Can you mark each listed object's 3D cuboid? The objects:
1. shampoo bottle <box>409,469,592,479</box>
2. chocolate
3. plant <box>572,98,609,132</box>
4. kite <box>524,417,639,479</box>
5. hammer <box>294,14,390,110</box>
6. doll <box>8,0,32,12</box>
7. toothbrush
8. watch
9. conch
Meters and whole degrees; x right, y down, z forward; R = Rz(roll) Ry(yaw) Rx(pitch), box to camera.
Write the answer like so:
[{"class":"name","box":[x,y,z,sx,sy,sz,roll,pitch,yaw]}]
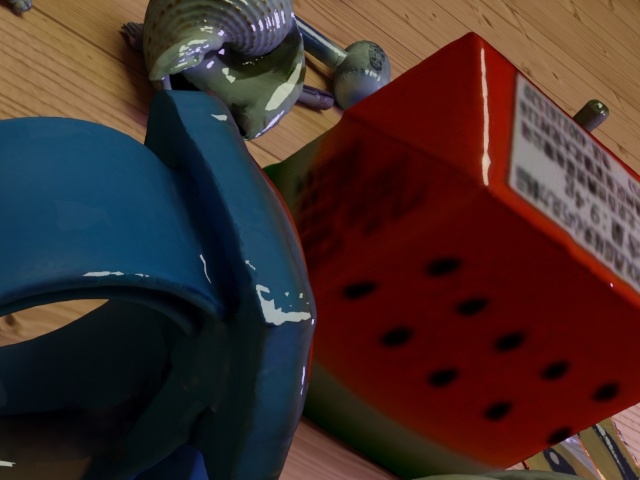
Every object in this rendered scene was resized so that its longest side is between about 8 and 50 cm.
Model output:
[{"class":"shampoo bottle","box":[0.126,0.309,0.971,0.317,0.322,0.322,36,26,-47]},{"class":"chocolate","box":[0.113,0.044,1.341,0.360,0.341,0.161,35,37,-32]},{"class":"plant","box":[0.194,-0.050,1.816,0.306,0.297,0.261,8,14,-37]},{"class":"kite","box":[0.282,0.241,1.743,0.327,0.013,0.377,44,26,-12]},{"class":"hammer","box":[0.002,-0.234,1.907,0.194,0.069,0.116,35,27,-14]},{"class":"doll","box":[-0.294,-0.256,1.418,0.083,0.050,0.076,20,33,-46]},{"class":"toothbrush","box":[-0.093,-0.187,1.705,0.354,0.024,0.029,12,35,-54]},{"class":"watch","box":[-0.168,0.067,0.966,0.274,0.305,0.241,-5,49,-26]},{"class":"conch","box":[-0.111,-0.191,1.540,0.200,0.131,0.172,-35,123,-29]}]
